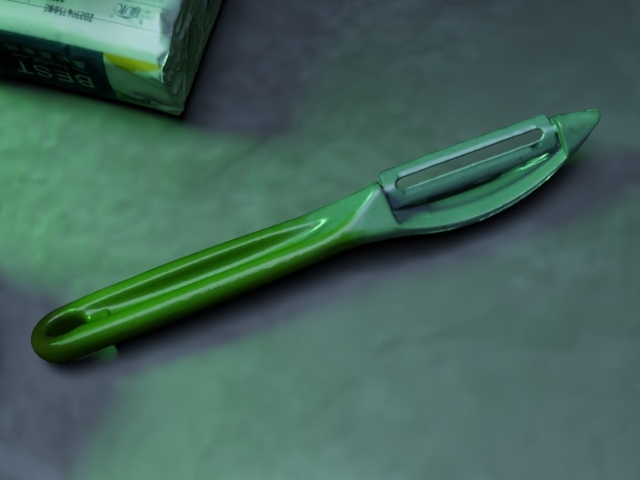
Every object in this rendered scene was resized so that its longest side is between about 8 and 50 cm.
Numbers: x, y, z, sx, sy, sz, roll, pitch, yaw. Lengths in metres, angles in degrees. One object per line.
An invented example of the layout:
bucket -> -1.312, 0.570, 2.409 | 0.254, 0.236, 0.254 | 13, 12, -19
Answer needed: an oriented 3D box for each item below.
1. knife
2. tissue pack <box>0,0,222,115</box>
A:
knife -> 0.000, 0.000, 0.387 | 0.184, 0.026, 0.022 | -21, 29, -2
tissue pack -> -0.077, -0.080, 0.412 | 0.083, 0.042, 0.062 | 12, 69, 9
